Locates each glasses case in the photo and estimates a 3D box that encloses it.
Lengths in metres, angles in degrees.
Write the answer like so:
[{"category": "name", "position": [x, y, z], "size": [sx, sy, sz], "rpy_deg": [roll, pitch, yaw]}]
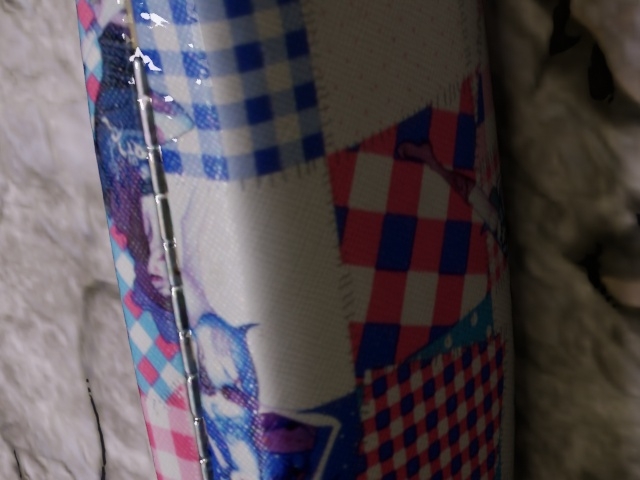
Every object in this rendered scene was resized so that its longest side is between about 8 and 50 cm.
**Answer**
[{"category": "glasses case", "position": [0.000, 0.000, 0.496], "size": [0.076, 0.125, 0.327], "rpy_deg": [12, 120, 37]}]
